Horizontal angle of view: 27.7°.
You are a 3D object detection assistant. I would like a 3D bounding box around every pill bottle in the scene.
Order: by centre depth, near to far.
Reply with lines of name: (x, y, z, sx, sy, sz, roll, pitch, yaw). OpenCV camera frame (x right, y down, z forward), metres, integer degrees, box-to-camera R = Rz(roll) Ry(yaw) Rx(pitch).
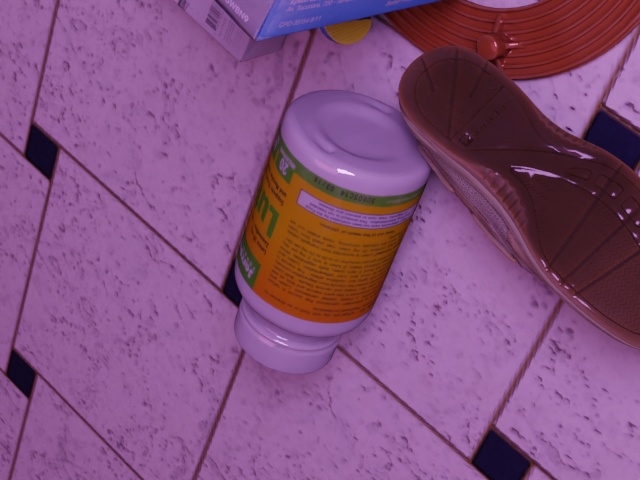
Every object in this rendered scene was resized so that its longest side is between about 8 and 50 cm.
pill bottle: (0.000, 0.000, 1.175, 0.136, 0.136, 0.246, 39, 129, 24)

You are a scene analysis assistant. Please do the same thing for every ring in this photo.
ring: (0.132, -0.289, 1.013, 0.336, 0.032, 0.337, 18, 118, 37)

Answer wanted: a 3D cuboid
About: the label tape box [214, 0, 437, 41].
label tape box: (0.072, -0.305, 0.872, 0.106, 0.240, 0.334, 49, 132, 18)

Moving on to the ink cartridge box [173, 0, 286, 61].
ink cartridge box: (-0.098, -0.265, 1.208, 0.180, 0.060, 0.104, 45, 132, 19)

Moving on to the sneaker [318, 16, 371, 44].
sneaker: (-0.001, -0.236, 1.129, 0.059, 0.053, 0.144, -164, 56, -86)

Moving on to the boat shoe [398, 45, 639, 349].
boat shoe: (0.179, -0.029, 1.040, 0.302, 0.109, 0.098, 46, 171, 18)
